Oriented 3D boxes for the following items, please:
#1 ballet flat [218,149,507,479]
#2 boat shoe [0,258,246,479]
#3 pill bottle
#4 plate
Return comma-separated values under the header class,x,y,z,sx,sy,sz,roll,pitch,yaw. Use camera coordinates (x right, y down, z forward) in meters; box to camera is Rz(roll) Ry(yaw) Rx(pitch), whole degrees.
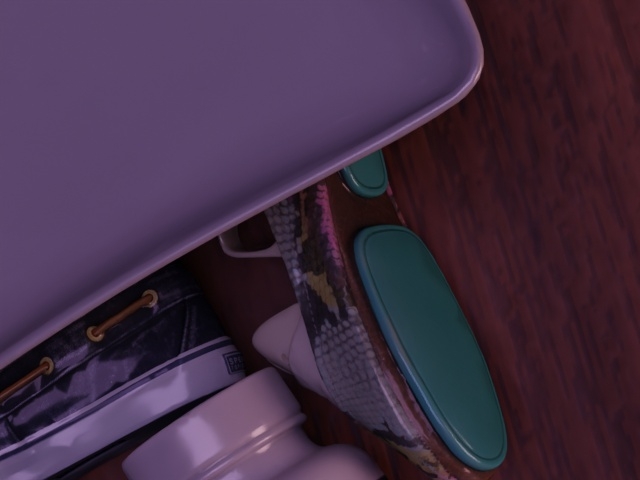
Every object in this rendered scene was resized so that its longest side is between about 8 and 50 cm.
class,x,y,z,sx,sy,sz,roll,pitch,yaw
ballet flat,0.000,0.000,0.657,0.079,0.077,0.222,-27,78,26
boat shoe,-0.125,0.061,0.678,0.183,0.065,0.083,-28,79,2
pill bottle,0.000,0.136,0.632,0.094,0.094,0.169,-35,82,7
plate,-0.100,-0.098,0.650,0.278,0.045,0.277,-30,65,15
